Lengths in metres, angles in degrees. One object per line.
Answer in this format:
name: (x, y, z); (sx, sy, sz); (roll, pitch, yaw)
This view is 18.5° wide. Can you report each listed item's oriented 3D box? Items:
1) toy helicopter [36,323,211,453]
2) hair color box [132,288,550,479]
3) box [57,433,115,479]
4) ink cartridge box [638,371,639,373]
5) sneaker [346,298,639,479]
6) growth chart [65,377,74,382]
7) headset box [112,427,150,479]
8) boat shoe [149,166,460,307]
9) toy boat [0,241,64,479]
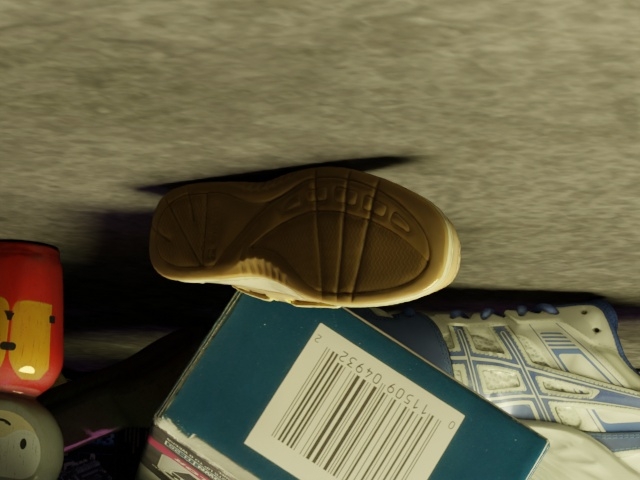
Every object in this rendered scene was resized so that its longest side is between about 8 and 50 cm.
toy helicopter: (-0.221, 0.144, 1.385); (0.355, 0.140, 0.235); (-23, -166, 28)
hair color box: (-0.006, 0.133, 1.104); (0.174, 0.105, 0.347); (33, 165, 2)
box: (-0.254, 0.268, 2.017); (0.220, 0.175, 0.051); (3, 171, -4)
ink cartridge box: (0.298, 0.134, 1.474); (0.181, 0.062, 0.104); (-2, 167, 23)
sneaker: (0.113, 0.084, 1.170); (0.296, 0.131, 0.112); (27, 166, 4)
growth chart: (-0.302, 0.117, 1.664); (0.237, 0.021, 0.172); (10, 168, -31)
headset box: (-0.119, 0.259, 1.749); (0.131, 0.246, 0.283); (3, 168, -3)
boat shoe: (0.000, 0.000, 0.897); (0.170, 0.063, 0.059); (6, 176, 39)
toy boat: (-0.265, 0.087, 1.172); (0.318, 0.148, 0.267); (-7, 165, 43)
